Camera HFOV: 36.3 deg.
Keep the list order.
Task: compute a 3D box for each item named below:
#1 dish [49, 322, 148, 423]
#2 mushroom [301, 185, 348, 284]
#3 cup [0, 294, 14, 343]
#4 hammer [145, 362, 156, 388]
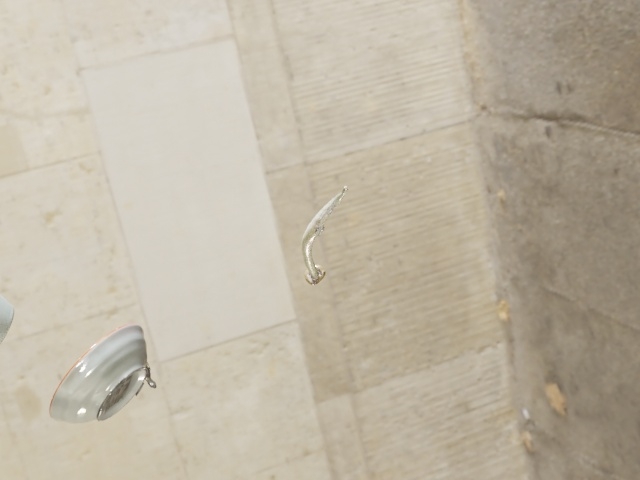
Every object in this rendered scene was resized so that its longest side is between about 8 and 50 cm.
[{"bbox_3d":[-0.436,0.298,2.027,0.085,0.260,0.260,39,153,15],"label":"dish"},{"bbox_3d":[-0.002,-0.002,1.846,0.043,0.068,0.306,35,148,15],"label":"mushroom"},{"bbox_3d":[-0.862,0.181,2.241,0.234,0.258,0.186,35,-158,-30],"label":"cup"},{"bbox_3d":[-0.472,0.318,2.217,0.125,0.027,0.297,57,-160,5],"label":"hammer"}]
